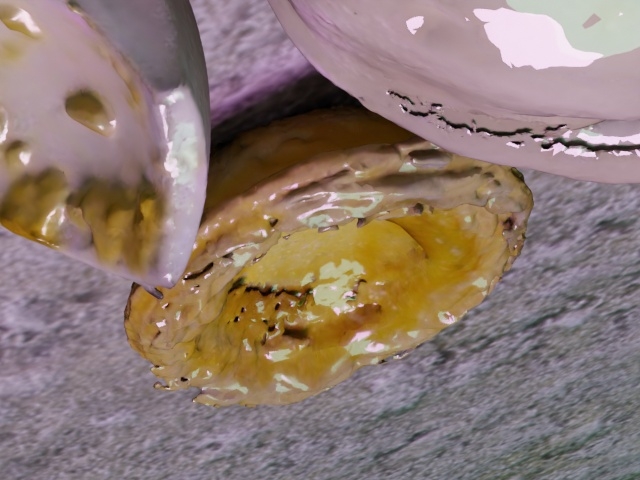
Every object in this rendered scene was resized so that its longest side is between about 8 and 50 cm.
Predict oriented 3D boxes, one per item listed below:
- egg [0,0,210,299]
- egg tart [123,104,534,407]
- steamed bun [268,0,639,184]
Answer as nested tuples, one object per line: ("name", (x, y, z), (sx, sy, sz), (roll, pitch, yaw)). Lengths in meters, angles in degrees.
("egg", (-0.160, -0.103, 0.898), (0.271, 0.162, 0.206), (28, 173, -17))
("egg tart", (0.000, 0.000, 1.267), (0.288, 0.118, 0.288), (-13, 155, -6))
("steamed bun", (0.105, -0.194, 0.726), (0.339, 0.352, 0.247), (7, 172, -22))
